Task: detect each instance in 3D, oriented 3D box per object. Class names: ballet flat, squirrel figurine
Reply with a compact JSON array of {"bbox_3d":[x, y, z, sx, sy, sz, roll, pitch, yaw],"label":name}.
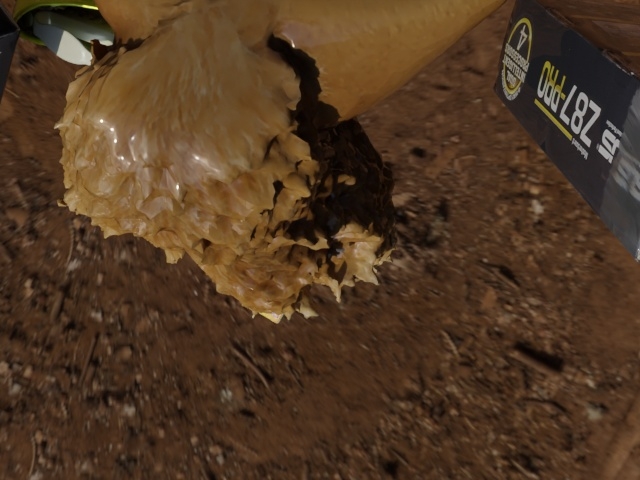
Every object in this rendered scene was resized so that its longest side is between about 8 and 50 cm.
[{"bbox_3d":[-0.161,-0.169,0.985,0.231,0.077,0.077,18,132,5],"label":"ballet flat"},{"bbox_3d":[-0.029,-0.155,0.754,0.281,0.370,0.397,19,93,-3],"label":"squirrel figurine"}]

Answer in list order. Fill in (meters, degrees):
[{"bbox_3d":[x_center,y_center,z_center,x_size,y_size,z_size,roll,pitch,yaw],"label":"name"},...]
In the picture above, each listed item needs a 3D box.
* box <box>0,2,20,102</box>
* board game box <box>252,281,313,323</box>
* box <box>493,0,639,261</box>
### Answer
[{"bbox_3d":[-0.449,-0.076,0.887,0.343,0.312,0.179,-28,72,-39],"label":"box"},{"bbox_3d":[0.000,0.000,1.323,0.039,0.259,0.124,32,119,9],"label":"board game box"},{"bbox_3d":[0.344,-0.066,0.743,0.395,0.318,0.097,7,111,-10],"label":"box"}]
